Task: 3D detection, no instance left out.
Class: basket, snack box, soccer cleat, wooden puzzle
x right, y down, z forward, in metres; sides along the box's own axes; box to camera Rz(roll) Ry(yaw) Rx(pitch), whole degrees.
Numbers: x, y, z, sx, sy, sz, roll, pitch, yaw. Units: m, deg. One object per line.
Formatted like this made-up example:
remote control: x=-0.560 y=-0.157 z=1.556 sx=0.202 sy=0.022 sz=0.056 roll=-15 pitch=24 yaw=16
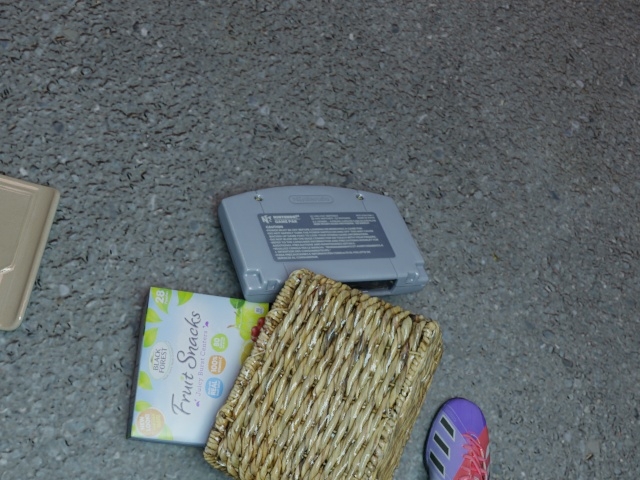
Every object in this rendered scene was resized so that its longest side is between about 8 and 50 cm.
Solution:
basket: x=0.016 y=0.223 z=1.244 sx=0.223 sy=0.213 sz=0.299 roll=20 pitch=75 yaw=17
snack box: x=-0.170 y=0.181 z=1.259 sx=0.174 sy=0.070 sz=0.207 roll=10 pitch=70 yaw=-15
soccer cleat: x=0.202 y=0.358 z=1.283 sx=0.108 sy=0.116 sz=0.318 roll=23 pitch=53 yaw=-6
wooden puzzle: x=-0.503 y=0.000 z=1.244 sx=0.238 sy=0.044 sz=0.221 roll=13 pitch=66 yaw=-9

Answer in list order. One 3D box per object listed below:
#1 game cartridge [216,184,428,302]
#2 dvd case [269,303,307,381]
game cartridge: x=0.000 y=0.000 z=1.368 sx=0.297 sy=0.062 sz=0.198 roll=-1 pitch=44 yaw=-25
dvd case: x=-0.001 y=0.144 z=1.369 sx=0.164 sy=0.018 sz=0.221 roll=-19 pitch=76 yaw=-25
